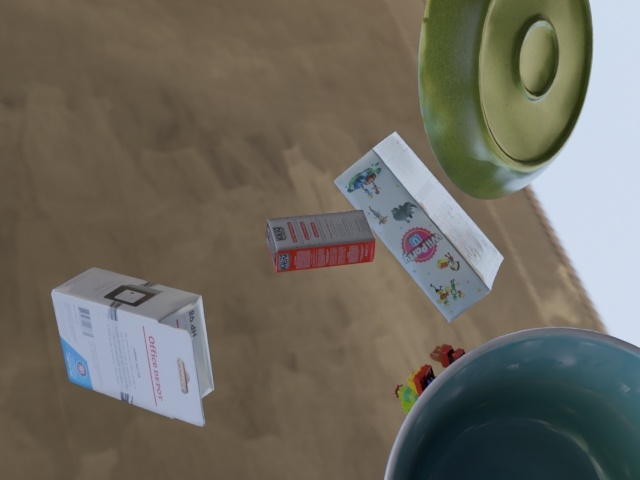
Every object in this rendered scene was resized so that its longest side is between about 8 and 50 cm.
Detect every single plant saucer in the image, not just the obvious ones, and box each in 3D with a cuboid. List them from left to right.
[{"bbox_3d":[0.166,-0.150,0.926,0.037,0.241,0.241,12,-156,40],"label":"plant saucer"}]

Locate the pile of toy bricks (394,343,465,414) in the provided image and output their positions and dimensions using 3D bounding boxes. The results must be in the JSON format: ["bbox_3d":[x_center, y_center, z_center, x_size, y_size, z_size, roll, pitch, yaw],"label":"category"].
[{"bbox_3d":[0.149,0.230,1.546,0.105,0.212,0.118,14,-134,37],"label":"pile of toy bricks"}]

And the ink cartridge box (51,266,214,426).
[{"bbox_3d":[-0.163,0.098,1.052,0.180,0.104,0.060,12,-151,34],"label":"ink cartridge box"}]

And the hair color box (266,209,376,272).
[{"bbox_3d":[0.000,0.000,1.562,0.141,0.043,0.072,-5,-139,-12],"label":"hair color box"}]

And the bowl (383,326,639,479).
[{"bbox_3d":[0.189,0.242,0.974,0.311,0.163,0.311,2,-104,-9],"label":"bowl"}]

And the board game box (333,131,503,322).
[{"bbox_3d":[0.174,-0.031,1.919,0.303,0.097,0.224,49,-160,0],"label":"board game box"}]
